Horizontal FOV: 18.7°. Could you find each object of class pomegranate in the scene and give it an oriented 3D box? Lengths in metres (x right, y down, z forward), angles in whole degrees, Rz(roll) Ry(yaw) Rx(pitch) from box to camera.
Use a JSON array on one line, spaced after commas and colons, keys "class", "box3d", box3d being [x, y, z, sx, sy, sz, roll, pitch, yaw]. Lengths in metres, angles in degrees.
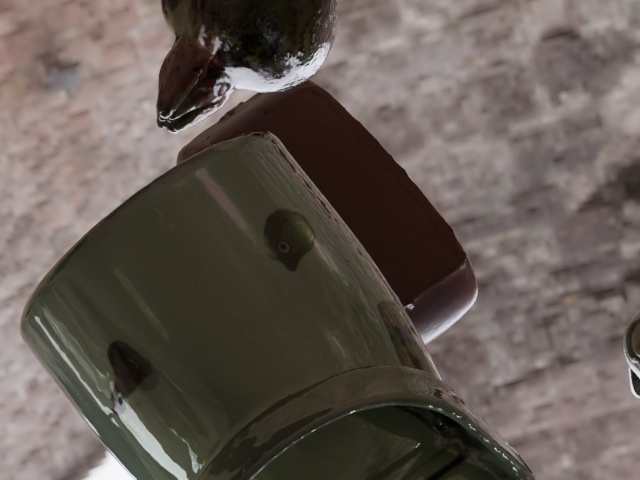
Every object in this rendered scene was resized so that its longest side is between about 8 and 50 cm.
[{"class": "pomegranate", "box3d": [-0.066, -0.160, 1.433, 0.138, 0.126, 0.163, 34, -121, 27]}]

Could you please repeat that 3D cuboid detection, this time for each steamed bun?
[{"class": "steamed bun", "box3d": [0.000, 0.000, 2.393, 0.235, 0.379, 0.248, -36, 165, -25]}]

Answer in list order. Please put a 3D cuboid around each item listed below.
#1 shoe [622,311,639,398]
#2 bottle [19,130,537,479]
[{"class": "shoe", "box3d": [0.293, 0.090, 1.573, 0.180, 0.089, 0.092, 14, 163, -41]}, {"class": "bottle", "box3d": [-0.011, 0.127, 1.202, 0.229, 0.352, 0.229, -36, 169, -8]}]
